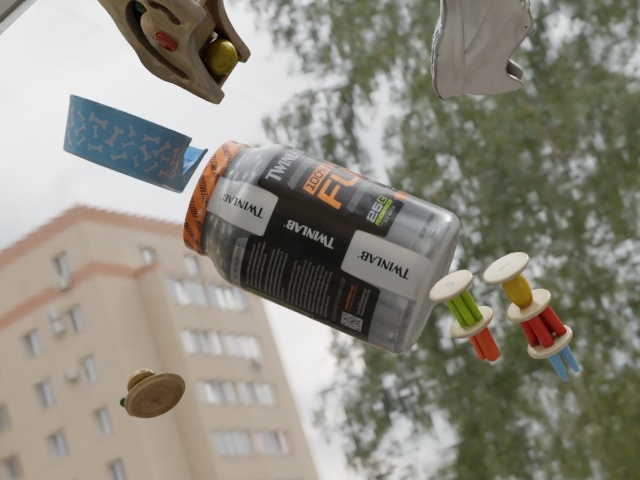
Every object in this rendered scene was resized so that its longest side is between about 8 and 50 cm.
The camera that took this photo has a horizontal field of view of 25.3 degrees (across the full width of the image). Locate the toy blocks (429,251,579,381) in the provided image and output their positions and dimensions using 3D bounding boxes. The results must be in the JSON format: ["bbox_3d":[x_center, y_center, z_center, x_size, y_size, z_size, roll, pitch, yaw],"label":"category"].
[{"bbox_3d":[0.202,0.096,1.530,0.123,0.148,0.054,-20,22,33],"label":"toy blocks"}]

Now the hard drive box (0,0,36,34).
[{"bbox_3d":[-0.407,-0.348,1.687,0.232,0.181,0.089,-44,7,-8],"label":"hard drive box"}]

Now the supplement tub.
[{"bbox_3d":[0.000,0.000,1.790,0.316,0.194,0.193,22,-17,10],"label":"supplement tub"}]

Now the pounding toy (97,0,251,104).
[{"bbox_3d":[-0.141,-0.288,1.566,0.154,0.155,0.269,18,-24,32],"label":"pounding toy"}]

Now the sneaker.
[{"bbox_3d":[0.208,-0.315,1.798,0.129,0.111,0.297,3,-53,5],"label":"sneaker"}]

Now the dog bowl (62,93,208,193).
[{"bbox_3d":[-0.247,-0.122,1.881,0.166,0.074,0.297,20,-1,4],"label":"dog bowl"}]

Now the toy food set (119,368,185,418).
[{"bbox_3d":[-0.207,0.190,1.765,0.083,0.020,0.083,-2,-47,-34],"label":"toy food set"}]
